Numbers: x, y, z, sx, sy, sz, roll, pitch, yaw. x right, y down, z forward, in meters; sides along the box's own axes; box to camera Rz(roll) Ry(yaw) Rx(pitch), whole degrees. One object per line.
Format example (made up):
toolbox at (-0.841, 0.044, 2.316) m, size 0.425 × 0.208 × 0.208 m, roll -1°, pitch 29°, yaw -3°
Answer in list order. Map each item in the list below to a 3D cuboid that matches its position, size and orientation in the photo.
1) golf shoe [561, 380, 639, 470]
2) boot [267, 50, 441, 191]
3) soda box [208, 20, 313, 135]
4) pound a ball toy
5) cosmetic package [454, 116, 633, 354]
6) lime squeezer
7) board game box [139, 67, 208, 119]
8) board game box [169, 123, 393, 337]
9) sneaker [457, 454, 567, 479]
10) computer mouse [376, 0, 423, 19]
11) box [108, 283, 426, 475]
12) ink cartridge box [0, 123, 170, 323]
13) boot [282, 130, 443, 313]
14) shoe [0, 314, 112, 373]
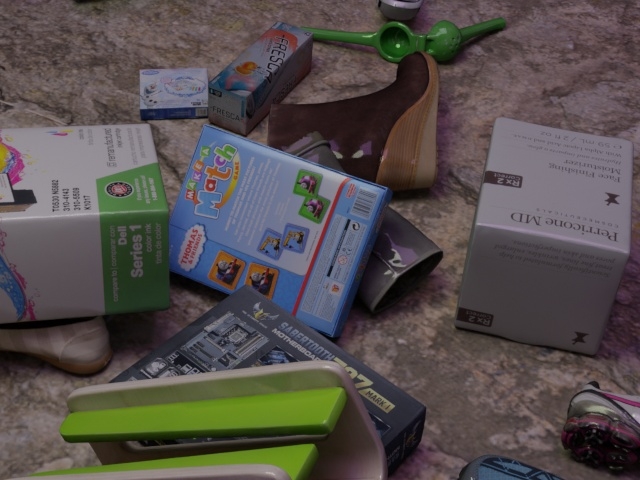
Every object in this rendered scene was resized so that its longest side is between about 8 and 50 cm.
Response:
golf shoe at (0.320, 0.179, 0.928) m, size 0.186 × 0.068 × 0.086 m, roll 18°, pitch 43°, yaw 15°
boot at (0.041, -0.161, 1.250) m, size 0.206 × 0.090 × 0.249 m, roll 6°, pitch 46°, yaw -1°
soda box at (-0.075, -0.214, 1.317) m, size 0.058 × 0.063 × 0.183 m, roll 21°, pitch 45°, yaw 17°
pound a ball toy at (-0.131, 0.214, 0.747) m, size 0.319 × 0.136 × 0.208 m, roll -11°, pitch 26°, yaw 29°
cosmetic package at (0.234, -0.007, 1.057) m, size 0.151 × 0.152 × 0.184 m, roll 11°, pitch 43°, yaw 8°
lime squeezer at (0.129, -0.293, 1.427) m, size 0.310 × 0.059 × 0.110 m, roll -5°, pitch 44°, yaw -10°
board game box at (-0.189, -0.191, 1.314) m, size 0.090 × 0.020 × 0.090 m, roll -3°, pitch 44°, yaw -8°
board game box at (-0.051, -0.012, 1.048) m, size 0.211 × 0.160 × 0.039 m, roll 21°, pitch 1°, yaw 15°
sneaker at (0.236, 0.233, 0.819) m, size 0.261 × 0.125 × 0.104 m, roll 25°, pitch 46°, yaw 21°
computer mouse at (0.114, -0.366, 1.507) m, size 0.106 × 0.042 × 0.193 m, roll 11°, pitch 32°, yaw -1°
box at (-0.049, 0.157, 0.923) m, size 0.232 × 0.059 × 0.183 m, roll 32°, pitch 49°, yaw 27°
ink cartridge box at (-0.295, -0.020, 0.986) m, size 0.278 × 0.117 × 0.201 m, roll -4°, pitch 31°, yaw -14°
boot at (-0.001, 0.000, 1.093) m, size 0.189 × 0.076 × 0.208 m, roll -37°, pitch 73°, yaw -4°
shoe at (-0.309, 0.075, 0.988) m, size 0.218 × 0.058 × 0.077 m, roll 10°, pitch 43°, yaw 6°
